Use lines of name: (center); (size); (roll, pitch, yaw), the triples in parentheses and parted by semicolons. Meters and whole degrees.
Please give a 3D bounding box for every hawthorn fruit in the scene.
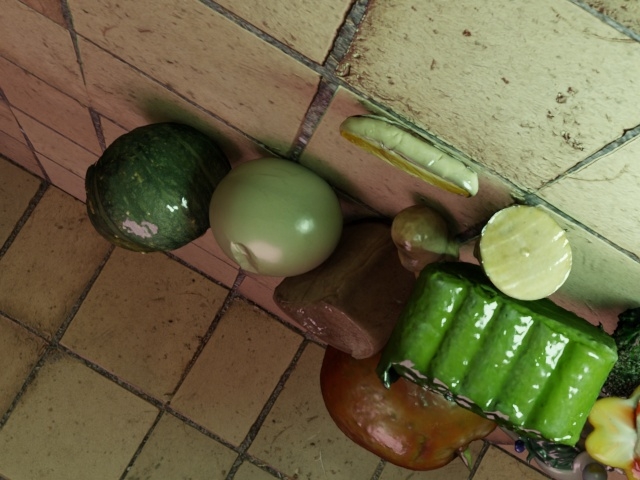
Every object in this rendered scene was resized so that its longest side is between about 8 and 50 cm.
hawthorn fruit: (0.206, 0.307, 2.155); (0.402, 0.403, 0.403); (29, 168, 7)

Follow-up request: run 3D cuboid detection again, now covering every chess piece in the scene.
chess piece: (0.292, 0.022, 1.560); (0.137, 0.137, 0.301); (29, 180, 4)

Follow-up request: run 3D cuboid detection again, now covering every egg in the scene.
egg: (-0.084, -0.042, 1.890); (0.269, 0.219, 0.219); (5, 155, 33)

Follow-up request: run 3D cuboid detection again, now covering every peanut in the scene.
peanut: (0.182, 0.013, 1.766); (0.085, 0.104, 0.228); (32, 172, 33)

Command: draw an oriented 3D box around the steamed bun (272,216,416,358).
steamed bun: (0.077, 0.100, 1.955); (0.199, 0.251, 0.301); (50, 159, -20)

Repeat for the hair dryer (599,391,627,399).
hair dryer: (0.573, 0.269, 2.046); (0.155, 0.044, 0.183); (14, 155, 48)

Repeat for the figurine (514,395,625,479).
figurine: (0.598, 0.419, 2.137); (0.381, 0.186, 0.261); (8, -159, 12)

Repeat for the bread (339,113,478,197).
bread: (0.129, -0.126, 1.453); (0.214, 0.053, 0.073); (28, 172, -1)

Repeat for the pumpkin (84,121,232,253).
pumpkin: (-0.333, -0.100, 2.083); (0.257, 0.291, 0.327); (56, 150, -4)

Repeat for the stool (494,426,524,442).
stool: (0.409, 0.342, 2.363); (0.198, 0.195, 0.195); (31, 169, -28)

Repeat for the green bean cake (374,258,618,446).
green bean cake: (0.278, 0.180, 1.611); (0.319, 0.218, 0.335); (25, -170, 14)

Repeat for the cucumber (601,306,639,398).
cucumber: (0.512, 0.180, 1.702); (0.096, 0.096, 0.359); (26, 165, 18)

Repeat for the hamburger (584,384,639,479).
hamburger: (0.591, 0.329, 1.662); (0.302, 0.261, 0.186); (-2, 176, -17)
